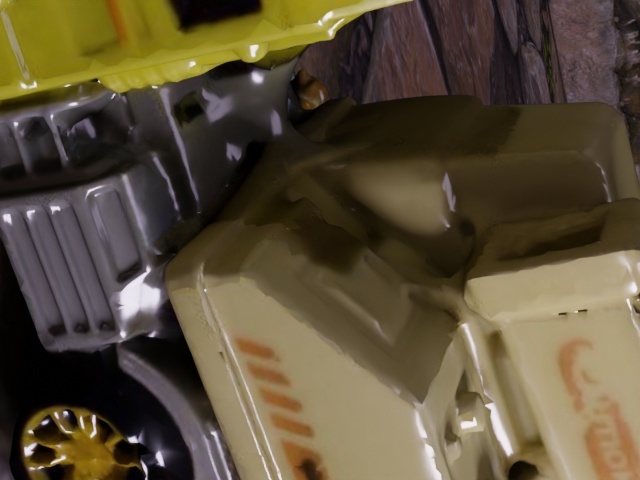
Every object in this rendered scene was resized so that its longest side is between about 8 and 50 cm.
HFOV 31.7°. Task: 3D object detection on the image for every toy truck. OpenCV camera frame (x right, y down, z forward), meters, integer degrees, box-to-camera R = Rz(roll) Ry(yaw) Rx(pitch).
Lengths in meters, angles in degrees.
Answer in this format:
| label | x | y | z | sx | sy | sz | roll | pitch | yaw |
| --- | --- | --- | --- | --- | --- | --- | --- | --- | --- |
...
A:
| label | x | y | z | sx | sy | sz | roll | pitch | yaw |
| --- | --- | --- | --- | --- | --- | --- | --- | --- | --- |
| toy truck | -0.004 | -0.016 | 0.414 | 0.180 | 0.254 | 0.405 | -51 | 129 | -60 |

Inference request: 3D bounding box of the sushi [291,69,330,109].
| label | x | y | z | sx | sy | sz | roll | pitch | yaw |
| --- | --- | --- | --- | --- | --- | --- | --- | --- | --- |
| sushi | 0.000 | 0.000 | 0.714 | 0.294 | 0.059 | 0.292 | 60 | 29 | -49 |
